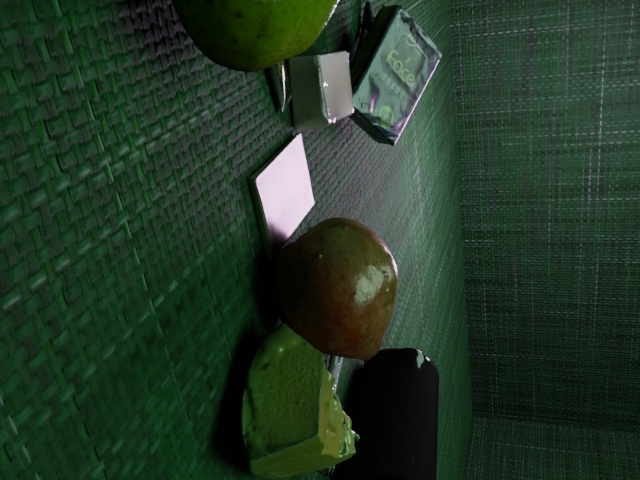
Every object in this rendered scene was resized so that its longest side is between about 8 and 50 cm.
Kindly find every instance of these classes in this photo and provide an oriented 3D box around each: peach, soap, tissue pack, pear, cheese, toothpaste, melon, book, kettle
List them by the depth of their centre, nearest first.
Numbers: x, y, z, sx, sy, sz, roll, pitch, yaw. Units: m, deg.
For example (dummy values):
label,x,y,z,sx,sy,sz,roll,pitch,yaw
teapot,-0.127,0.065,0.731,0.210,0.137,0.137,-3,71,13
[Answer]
label,x,y,z,sx,sy,sz,roll,pitch,yaw
pear,-0.085,-0.325,0.654,0.176,0.286,0.282,3,105,-27
toothpaste,-0.074,-0.288,0.922,0.204,0.031,0.049,74,28,-42
melon,-0.026,0.277,0.936,0.323,0.124,0.196,70,29,-55
peach,0.034,0.082,0.964,0.232,0.232,0.232,0,90,-70
book,-0.057,-0.076,0.993,0.198,0.016,0.138,-58,143,-55
soap,0.006,-0.269,1.092,0.183,0.064,0.121,-44,130,-63
cheese,0.013,0.298,1.142,0.127,0.050,0.235,65,33,-47
tissue pack,0.140,-0.337,1.279,0.173,0.073,0.235,35,80,-40
kettle,0.165,0.427,1.356,0.308,0.203,0.262,-74,153,-43

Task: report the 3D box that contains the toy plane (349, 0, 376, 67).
label,x,y,z,sx,sy,sz,roll,pitch,yaw
toy plane,0.124,-0.420,1.374,0.212,0.088,0.267,15,73,-45

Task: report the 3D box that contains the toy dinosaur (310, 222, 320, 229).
label,x,y,z,sx,sy,sz,roll,pitch,yaw
toy dinosaur,0.000,0.000,1.145,0.062,0.021,0.083,-66,146,-34

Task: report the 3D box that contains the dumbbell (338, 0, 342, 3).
label,x,y,z,sx,sy,sz,roll,pitch,yaw
dumbbell,0.014,-0.470,0.996,0.325,0.144,0.160,-62,145,-50
